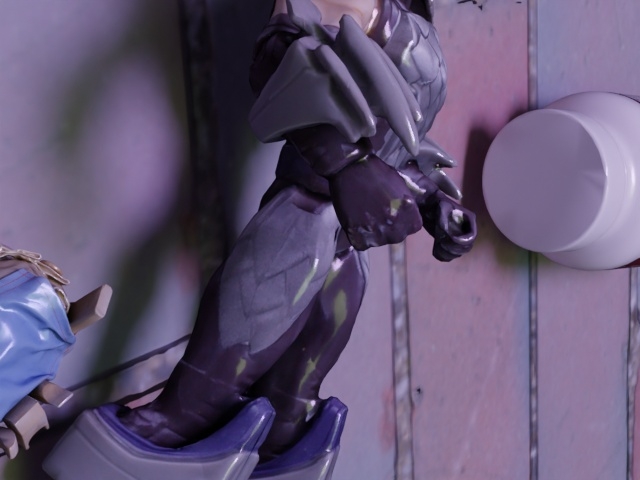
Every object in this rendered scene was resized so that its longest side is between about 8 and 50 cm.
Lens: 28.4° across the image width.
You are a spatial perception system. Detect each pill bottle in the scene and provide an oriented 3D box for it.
[{"bbox_3d":[0.147,-0.028,0.616,0.152,0.086,0.086,-4,102,-50],"label":"pill bottle"}]

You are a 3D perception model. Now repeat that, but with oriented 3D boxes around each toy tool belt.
[{"bbox_3d":[-0.100,0.040,0.364,0.083,0.051,0.052,-53,134,-27],"label":"toy tool belt"}]

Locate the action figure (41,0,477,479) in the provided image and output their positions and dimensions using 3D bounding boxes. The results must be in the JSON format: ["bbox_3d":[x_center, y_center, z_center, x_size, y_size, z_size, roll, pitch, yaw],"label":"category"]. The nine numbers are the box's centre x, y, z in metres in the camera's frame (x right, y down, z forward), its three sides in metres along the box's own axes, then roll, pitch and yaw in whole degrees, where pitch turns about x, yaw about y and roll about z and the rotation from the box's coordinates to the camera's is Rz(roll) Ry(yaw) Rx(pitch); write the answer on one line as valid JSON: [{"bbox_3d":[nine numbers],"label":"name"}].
[{"bbox_3d":[0.000,0.000,0.428,0.285,0.099,0.185,-70,159,2],"label":"action figure"}]
